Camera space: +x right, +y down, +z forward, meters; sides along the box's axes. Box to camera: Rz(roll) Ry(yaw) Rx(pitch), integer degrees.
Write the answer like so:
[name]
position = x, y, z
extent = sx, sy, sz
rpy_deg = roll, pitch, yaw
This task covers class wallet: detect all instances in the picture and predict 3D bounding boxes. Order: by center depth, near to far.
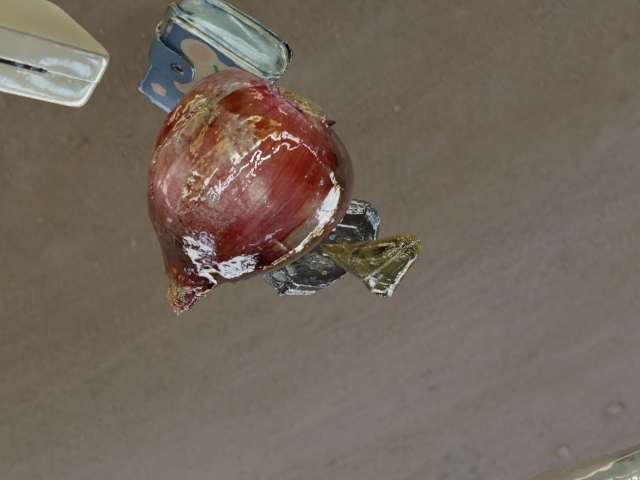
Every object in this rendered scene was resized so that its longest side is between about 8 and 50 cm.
[wallet]
position = -0.120, -0.188, 1.364
extent = 0.141, 0.059, 0.202
rpy_deg = 31, 157, -7

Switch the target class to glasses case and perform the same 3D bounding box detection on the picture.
[glasses case]
position = -0.360, -0.213, 1.234
extent = 0.313, 0.131, 0.070
rpy_deg = 7, 119, -54

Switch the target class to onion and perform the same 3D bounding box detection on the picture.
[onion]
position = -0.067, -0.030, 0.956
extent = 0.159, 0.159, 0.195
rpy_deg = 31, 95, -41

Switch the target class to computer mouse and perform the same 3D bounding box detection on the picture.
[computer mouse]
position = 0.000, 0.000, 1.591
extent = 0.106, 0.062, 0.192
rpy_deg = 29, 130, -26

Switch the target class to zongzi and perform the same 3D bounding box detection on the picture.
[zongzi]
position = 0.047, 0.006, 1.162
extent = 0.040, 0.083, 0.076
rpy_deg = -45, 170, -44

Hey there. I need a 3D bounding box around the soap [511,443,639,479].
[soap]
position = 0.150, 0.296, 1.083
extent = 0.302, 0.158, 0.258
rpy_deg = -12, 166, -19
